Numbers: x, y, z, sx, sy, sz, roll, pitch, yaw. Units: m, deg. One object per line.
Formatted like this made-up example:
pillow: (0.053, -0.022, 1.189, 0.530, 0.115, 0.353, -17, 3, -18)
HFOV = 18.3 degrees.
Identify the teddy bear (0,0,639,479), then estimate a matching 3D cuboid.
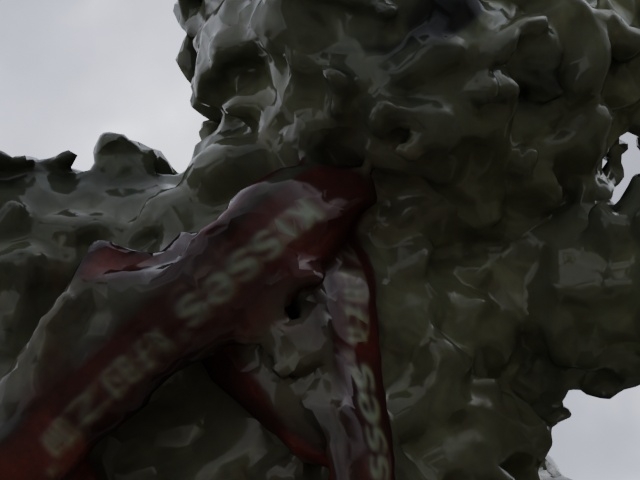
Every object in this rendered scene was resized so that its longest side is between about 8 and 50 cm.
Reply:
teddy bear: (0.000, 0.000, 0.718, 0.224, 0.357, 0.367, 65, -149, -83)
